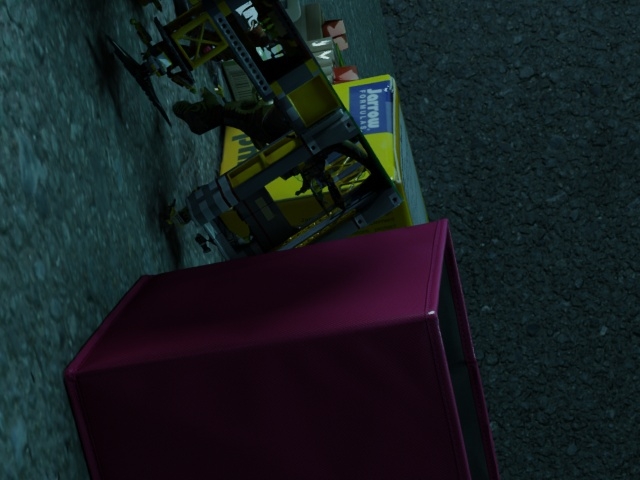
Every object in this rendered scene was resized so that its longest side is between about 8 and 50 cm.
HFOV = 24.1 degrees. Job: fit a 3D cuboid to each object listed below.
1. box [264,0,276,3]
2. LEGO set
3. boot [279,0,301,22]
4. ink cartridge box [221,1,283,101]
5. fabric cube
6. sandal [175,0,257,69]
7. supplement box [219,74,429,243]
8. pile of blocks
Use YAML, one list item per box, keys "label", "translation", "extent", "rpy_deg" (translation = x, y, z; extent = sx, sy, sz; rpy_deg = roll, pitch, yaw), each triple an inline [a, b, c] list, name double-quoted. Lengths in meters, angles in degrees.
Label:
- label: "box"
  translation: [-0.039, -0.350, 1.163]
  extent: [0.165, 0.143, 0.270]
  rpy_deg: [29, 47, -50]
- label: "LEGO set"
  translation: [-0.087, -0.109, 1.341]
  extent: [0.331, 0.192, 0.255]
  rpy_deg: [56, 2, -34]
- label: "boot"
  translation: [-0.058, -0.352, 1.962]
  extent: [0.190, 0.069, 0.086]
  rpy_deg: [116, -39, -74]
- label: "ink cartridge box"
  translation: [-0.071, -0.228, 1.819]
  extent: [0.235, 0.056, 0.171]
  rpy_deg: [-89, 165, -45]
- label: "fabric cube"
  translation: [-0.009, 0.153, 1.123]
  extent: [0.254, 0.258, 0.259]
  rpy_deg: [-71, 149, -74]
- label: "sandal"
  translation: [-0.117, -0.224, 1.601]
  extent: [0.179, 0.040, 0.067]
  rpy_deg: [31, 42, -59]
- label: "supplement box"
  translation: [0.026, 0.026, 1.682]
  extent: [0.194, 0.195, 0.356]
  rpy_deg: [-90, 167, -50]
- label: "pile of blocks"
  translation: [0.004, -0.205, 2.062]
  extent: [0.362, 0.113, 0.149]
  rpy_deg: [-85, 162, -57]
